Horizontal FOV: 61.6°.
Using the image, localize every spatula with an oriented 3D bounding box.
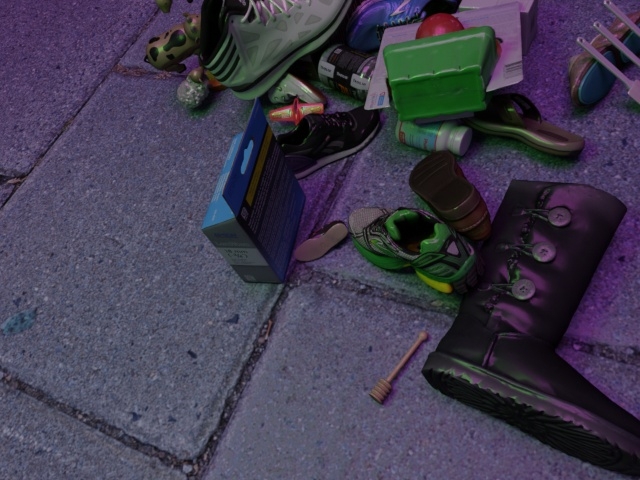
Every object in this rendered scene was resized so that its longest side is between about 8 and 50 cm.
[{"bbox_3d":[0.669,-0.399,1.157,0.242,0.019,0.168,38,78,-6],"label":"spatula"}]

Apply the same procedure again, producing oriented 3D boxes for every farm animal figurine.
[{"bbox_3d":[-0.366,-0.585,1.472,0.326,0.172,0.330,-41,88,18],"label":"farm animal figurine"}]

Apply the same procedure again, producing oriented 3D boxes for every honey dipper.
[{"bbox_3d":[0.149,0.232,1.002,0.030,0.030,0.161,30,68,31],"label":"honey dipper"}]

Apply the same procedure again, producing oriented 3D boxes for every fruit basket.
[{"bbox_3d":[0.281,-0.413,1.208,0.326,0.166,0.353,-4,41,22],"label":"fruit basket"}]

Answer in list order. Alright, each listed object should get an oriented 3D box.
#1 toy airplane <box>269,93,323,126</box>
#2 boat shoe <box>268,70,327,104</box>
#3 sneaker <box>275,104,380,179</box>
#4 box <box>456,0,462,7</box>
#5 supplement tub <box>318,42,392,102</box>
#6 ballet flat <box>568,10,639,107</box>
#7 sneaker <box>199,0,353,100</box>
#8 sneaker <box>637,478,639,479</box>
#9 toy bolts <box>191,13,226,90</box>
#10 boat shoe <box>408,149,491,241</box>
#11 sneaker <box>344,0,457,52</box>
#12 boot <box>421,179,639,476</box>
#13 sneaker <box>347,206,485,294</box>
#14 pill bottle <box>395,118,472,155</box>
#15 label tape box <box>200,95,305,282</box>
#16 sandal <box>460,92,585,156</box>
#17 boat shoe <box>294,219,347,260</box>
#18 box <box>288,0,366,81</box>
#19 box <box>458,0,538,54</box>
[{"bbox_3d":[-0.057,-0.307,1.389,0.151,0.028,0.151,-2,82,16],"label":"toy airplane"},{"bbox_3d":[-0.102,-0.417,1.468,0.277,0.098,0.096,37,106,24],"label":"boat shoe"},{"bbox_3d":[0.017,-0.262,1.300,0.283,0.124,0.107,-33,55,-4],"label":"sneaker"},{"bbox_3d":[0.415,-0.730,1.529,0.162,0.029,0.116,-31,54,-2],"label":"box"},{"bbox_3d":[0.096,-0.428,1.387,0.190,0.117,0.117,34,73,33],"label":"supplement tub"},{"bbox_3d":[0.636,-0.410,1.222,0.316,0.108,0.106,-41,35,-16],"label":"ballet flat"},{"bbox_3d":[-0.111,-0.549,1.289,0.447,0.257,0.169,-44,68,13],"label":"sneaker"},{"bbox_3d":[0.447,0.442,0.726,0.094,0.091,0.258,17,65,26],"label":"sneaker"},{"bbox_3d":[-0.284,-0.583,1.584,0.228,0.158,0.218,-17,55,7],"label":"toy bolts"},{"bbox_3d":[0.264,-0.089,1.103,0.110,0.104,0.307,-35,23,17],"label":"boat shoe"},{"bbox_3d":[0.218,-0.592,1.445,0.329,0.130,0.147,-27,52,-1],"label":"sneaker"},{"bbox_3d":[0.432,0.112,0.927,0.366,0.146,0.445,22,63,27],"label":"boot"},{"bbox_3d":[0.162,-0.020,1.050,0.134,0.146,0.343,-50,32,-12],"label":"sneaker"},{"bbox_3d":[0.260,-0.247,1.234,0.160,0.087,0.087,24,68,30],"label":"pill bottle"},{"bbox_3d":[-0.147,-0.092,1.116,0.105,0.334,0.241,2,59,19],"label":"label tape box"},{"bbox_3d":[0.434,-0.276,1.175,0.302,0.086,0.120,28,45,26],"label":"sandal"},{"bbox_3d":[0.001,0.001,1.190,0.133,0.049,0.042,-33,17,7],"label":"boat shoe"},{"bbox_3d":[-0.001,-0.651,1.550,0.191,0.143,0.381,21,65,28],"label":"box"},{"bbox_3d":[0.445,-0.553,1.344,0.170,0.130,0.091,19,67,27],"label":"box"}]
